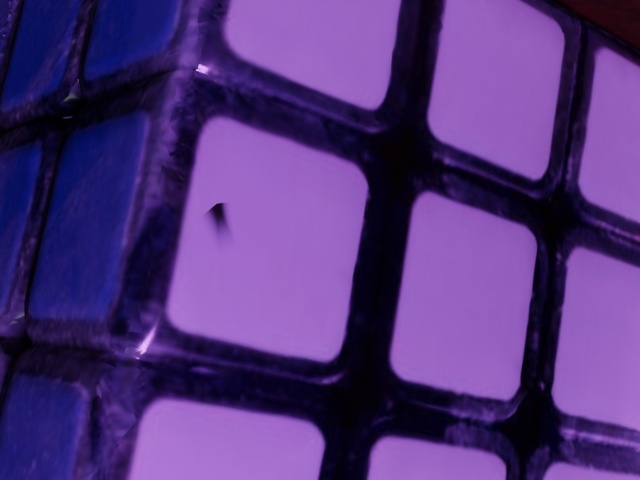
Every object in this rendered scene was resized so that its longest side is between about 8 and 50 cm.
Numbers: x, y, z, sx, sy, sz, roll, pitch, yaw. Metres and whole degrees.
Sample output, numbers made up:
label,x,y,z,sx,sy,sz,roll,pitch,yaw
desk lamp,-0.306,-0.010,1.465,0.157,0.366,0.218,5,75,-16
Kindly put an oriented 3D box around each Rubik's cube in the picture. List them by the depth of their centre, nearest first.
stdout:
label,x,y,z,sx,sy,sz,roll,pitch,yaw
Rubik's cube,-0.029,0.031,0.526,0.304,0.301,0.305,17,169,-33
